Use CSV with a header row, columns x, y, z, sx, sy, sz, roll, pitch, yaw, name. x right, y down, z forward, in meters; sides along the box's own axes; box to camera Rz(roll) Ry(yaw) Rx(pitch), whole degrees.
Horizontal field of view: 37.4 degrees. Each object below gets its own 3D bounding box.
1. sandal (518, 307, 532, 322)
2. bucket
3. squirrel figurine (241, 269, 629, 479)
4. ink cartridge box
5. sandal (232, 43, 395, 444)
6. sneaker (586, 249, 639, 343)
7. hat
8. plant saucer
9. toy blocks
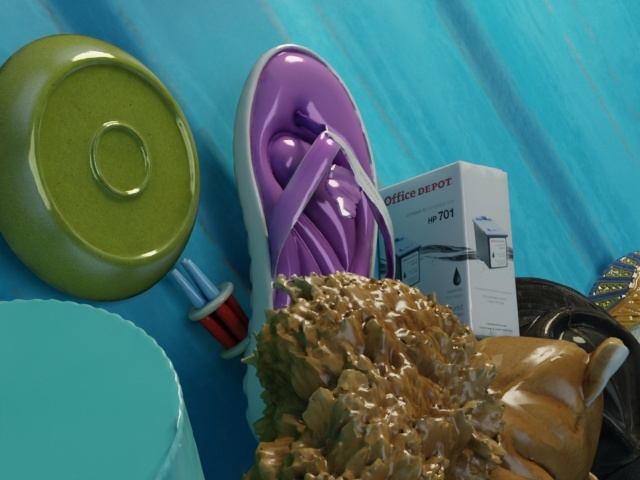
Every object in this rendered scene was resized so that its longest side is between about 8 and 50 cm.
x,y,z,sx,sy,sz,roll,pitch,yaw,name
0.236,0.110,1.174,0.067,0.040,0.179,-33,100,-41,sandal
-0.196,0.181,0.600,0.281,0.281,0.183,-40,139,-40,bucket
0.109,0.190,0.755,0.370,0.281,0.397,-54,125,-32,squirrel figurine
0.137,0.024,1.046,0.082,0.140,0.190,7,73,-37,ink cartridge box
0.012,0.002,0.897,0.169,0.102,0.416,10,71,-38,sandal
0.426,0.151,1.301,0.131,0.112,0.296,51,55,-37,sneaker
0.301,0.176,1.076,0.331,0.134,0.331,10,63,-21,hat
-0.185,-0.068,0.830,0.241,0.037,0.240,17,69,-49,plant saucer
-0.068,0.057,0.919,0.148,0.054,0.123,53,52,-16,toy blocks
